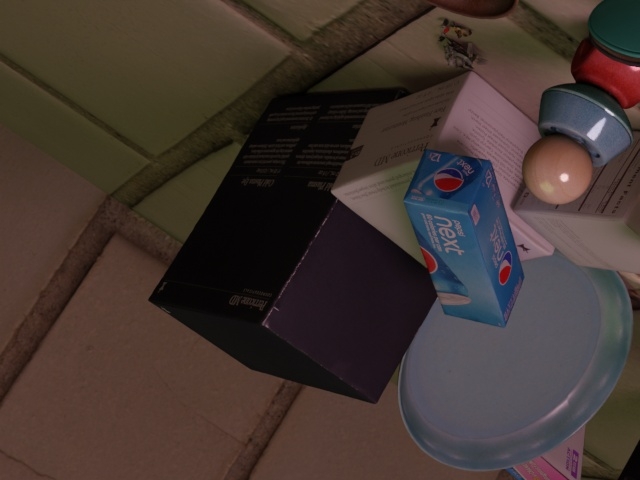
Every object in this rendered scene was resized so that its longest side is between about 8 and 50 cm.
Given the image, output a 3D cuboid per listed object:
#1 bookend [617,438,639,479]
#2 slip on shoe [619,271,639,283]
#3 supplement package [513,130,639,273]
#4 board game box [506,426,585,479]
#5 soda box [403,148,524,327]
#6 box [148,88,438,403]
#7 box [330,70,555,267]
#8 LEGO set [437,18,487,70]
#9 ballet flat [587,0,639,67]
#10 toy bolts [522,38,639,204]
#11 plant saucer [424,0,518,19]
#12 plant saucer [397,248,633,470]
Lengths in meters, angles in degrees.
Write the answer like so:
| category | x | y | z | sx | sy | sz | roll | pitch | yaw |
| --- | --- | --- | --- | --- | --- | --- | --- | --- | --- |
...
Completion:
| category | x | y | z | sx | sy | sz | roll | pitch | yaw |
| --- | --- | --- | --- | --- | --- | --- | --- | --- | --- |
| bookend | 0.509 | 0.296 | 2.328 | 0.072 | 0.156 | 0.157 | 39 | 165 | -28 |
| slip on shoe | 0.382 | 0.034 | 1.894 | 0.135 | 0.051 | 0.041 | 35 | 130 | 22 |
| supplement package | 0.294 | -0.037 | 1.666 | 0.105 | 0.105 | 0.179 | 39 | 166 | -26 |
| board game box | 0.242 | 0.161 | 2.251 | 0.064 | 0.242 | 0.316 | -18 | 135 | 36 |
| soda box | 0.146 | 0.001 | 1.710 | 0.071 | 0.067 | 0.210 | 12 | 150 | 24 |
| box | 0.000 | 0.000 | 2.038 | 0.179 | 0.312 | 0.343 | 37 | 167 | -24 |
| box | 0.144 | -0.063 | 1.805 | 0.182 | 0.119 | 0.181 | 37 | 152 | -24 |
| LEGO set | 0.132 | -0.185 | 1.673 | 0.054 | 0.023 | 0.083 | 23 | 165 | 36 |
| ballet flat | 0.291 | -0.153 | 1.316 | 0.074 | 0.074 | 0.203 | 39 | 163 | -30 |
| toy bolts | 0.288 | -0.066 | 1.443 | 0.228 | 0.158 | 0.218 | 32 | 168 | -1 |
| plant saucer | 0.089 | -0.261 | 1.455 | 0.198 | 0.036 | 0.198 | 30 | 167 | 8 |
| plant saucer | 0.230 | 0.135 | 2.070 | 0.317 | 0.317 | 0.044 | 40 | -174 | -35 |
